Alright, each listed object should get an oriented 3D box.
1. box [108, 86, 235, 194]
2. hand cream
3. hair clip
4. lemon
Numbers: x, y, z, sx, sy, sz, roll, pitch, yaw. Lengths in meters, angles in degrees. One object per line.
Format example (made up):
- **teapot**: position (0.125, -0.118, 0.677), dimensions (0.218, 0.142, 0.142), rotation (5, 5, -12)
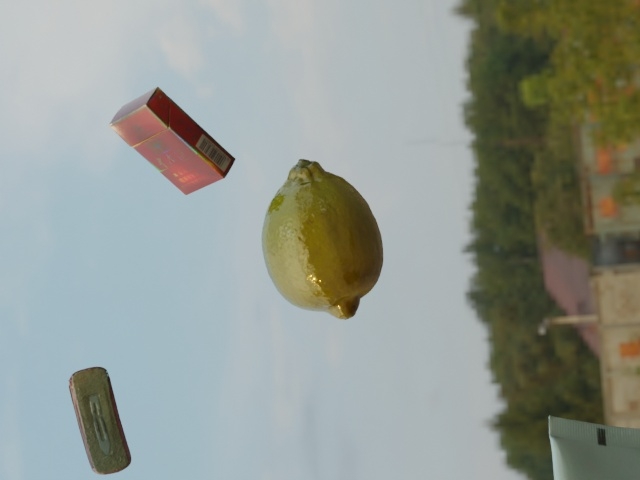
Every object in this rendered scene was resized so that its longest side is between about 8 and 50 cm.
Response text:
- **box**: position (-0.233, -0.153, 2.422), dimensions (0.175, 0.112, 0.048), rotation (42, -126, -21)
- **hand cream**: position (0.271, 0.311, 1.429), dimensions (0.067, 0.109, 0.320), rotation (111, 165, -56)
- **hair clip**: position (-0.279, 0.229, 1.956), dimensions (0.022, 0.054, 0.137), rotation (143, 111, -69)
- **lemon**: position (0.000, 0.000, 2.312), dimensions (0.184, 0.184, 0.248), rotation (-10, -95, -77)
